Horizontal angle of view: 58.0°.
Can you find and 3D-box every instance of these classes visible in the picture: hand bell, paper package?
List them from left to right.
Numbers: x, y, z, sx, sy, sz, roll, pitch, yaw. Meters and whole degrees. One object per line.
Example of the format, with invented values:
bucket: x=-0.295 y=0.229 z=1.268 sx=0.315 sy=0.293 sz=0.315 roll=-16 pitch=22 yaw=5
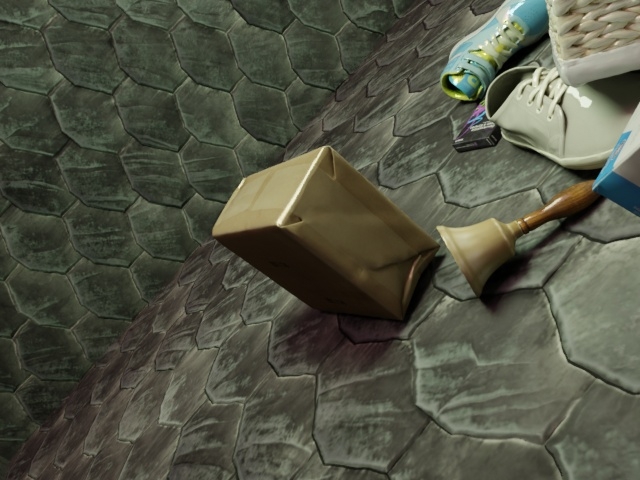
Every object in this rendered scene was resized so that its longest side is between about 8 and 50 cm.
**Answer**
paper package: x=0.000 y=0.000 z=1.093 sx=0.325 sy=0.309 sz=0.168 roll=-8 pitch=49 yaw=60
hand bell: x=0.310 y=-0.026 z=0.863 sx=0.242 sy=0.126 sz=0.126 roll=-31 pitch=25 yaw=12

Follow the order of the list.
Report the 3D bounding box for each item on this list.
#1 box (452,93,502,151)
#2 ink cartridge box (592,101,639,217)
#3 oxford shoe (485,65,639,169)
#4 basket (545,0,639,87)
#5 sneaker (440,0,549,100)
box: x=0.364 y=-0.262 z=1.240 sx=0.162 sy=0.029 sz=0.116 roll=-56 pitch=22 yaw=-16
ink cartridge box: x=0.421 y=-0.117 z=0.554 sx=0.171 sy=0.168 sz=0.233 roll=-54 pitch=-11 yaw=-16
oxford shoe: x=0.393 y=-0.218 z=0.931 sx=0.169 sy=0.130 sz=0.449 roll=-47 pitch=17 yaw=4
basket: x=0.466 y=-0.413 z=0.792 sx=0.328 sy=0.266 sz=0.331 roll=-13 pitch=21 yaw=25
sneaker: x=0.407 y=-0.434 z=1.333 sx=0.319 sy=0.127 sz=0.208 roll=-35 pitch=21 yaw=53
